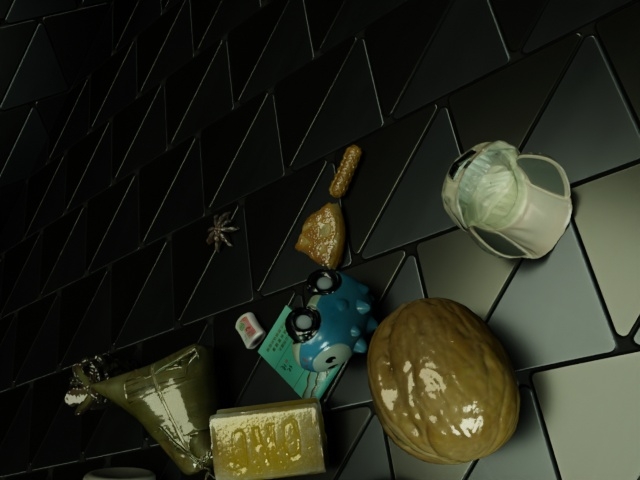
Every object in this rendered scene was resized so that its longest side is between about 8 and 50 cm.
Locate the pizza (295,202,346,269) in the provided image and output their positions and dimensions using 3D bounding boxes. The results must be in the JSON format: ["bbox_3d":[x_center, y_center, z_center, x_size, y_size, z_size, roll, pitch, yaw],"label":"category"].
[{"bbox_3d":[0.000,0.000,1.406,0.161,0.062,0.181,-17,72,23],"label":"pizza"}]

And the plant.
[{"bbox_3d":[-0.732,0.474,1.683,0.178,0.234,0.204,-35,64,29],"label":"plant"}]

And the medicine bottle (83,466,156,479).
[{"bbox_3d":[-0.610,0.863,1.488,0.208,0.208,0.339,-7,73,34],"label":"medicine bottle"}]

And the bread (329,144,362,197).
[{"bbox_3d":[0.070,-0.193,1.416,0.052,0.044,0.157,22,89,44],"label":"bread"}]

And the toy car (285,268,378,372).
[{"bbox_3d":[0.039,0.201,1.222,0.190,0.188,0.255,18,56,21],"label":"toy car"}]

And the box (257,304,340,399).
[{"bbox_3d":[-0.053,0.302,1.359,0.229,0.041,0.161,37,99,36],"label":"box"}]

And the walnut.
[{"bbox_3d":[0.233,0.273,1.018,0.333,0.333,0.332,-11,70,33],"label":"walnut"}]

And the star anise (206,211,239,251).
[{"bbox_3d":[-0.327,-0.030,1.655,0.141,0.042,0.140,-12,69,34],"label":"star anise"}]

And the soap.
[{"bbox_3d":[-0.125,0.495,1.252,0.275,0.089,0.173,-10,82,7],"label":"soap"}]

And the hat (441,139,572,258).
[{"bbox_3d":[0.397,-0.084,1.095,0.275,0.161,0.231,34,96,13],"label":"hat"}]

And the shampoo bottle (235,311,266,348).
[{"bbox_3d":[-0.208,0.258,1.482,0.072,0.043,0.099,-49,55,14],"label":"shampoo bottle"}]

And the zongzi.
[{"bbox_3d":[-0.445,0.550,1.438,0.419,0.181,0.446,-18,66,4],"label":"zongzi"}]
